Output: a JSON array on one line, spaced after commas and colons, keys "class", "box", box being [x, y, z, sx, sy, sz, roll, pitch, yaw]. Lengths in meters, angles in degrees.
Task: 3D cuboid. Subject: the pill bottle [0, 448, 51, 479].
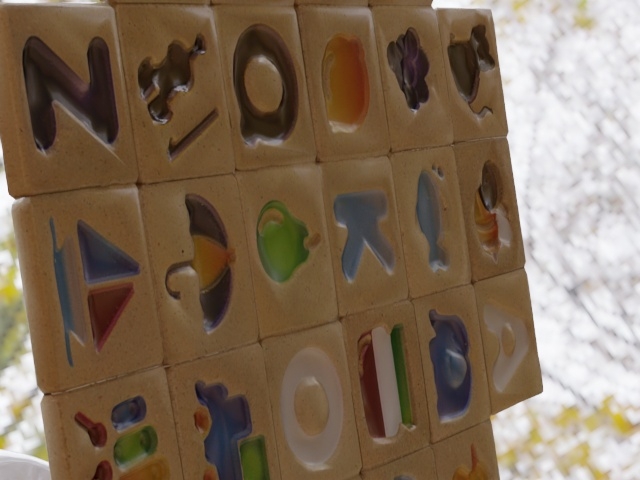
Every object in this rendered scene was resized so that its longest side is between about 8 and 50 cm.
[{"class": "pill bottle", "box": [-0.268, 0.334, 1.322, 0.210, 0.210, 0.363, 26, -70, -45]}]

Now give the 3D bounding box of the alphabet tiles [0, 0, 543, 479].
[{"class": "alphabet tiles", "box": [0.000, 0.000, 0.712, 0.011, 0.285, 0.342, -8, 2, 30]}]
